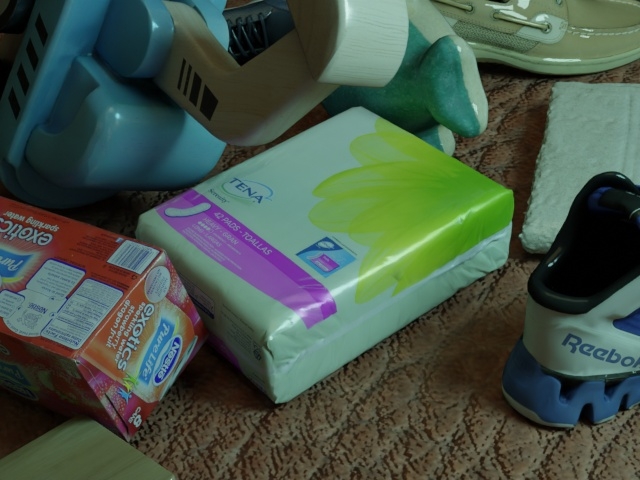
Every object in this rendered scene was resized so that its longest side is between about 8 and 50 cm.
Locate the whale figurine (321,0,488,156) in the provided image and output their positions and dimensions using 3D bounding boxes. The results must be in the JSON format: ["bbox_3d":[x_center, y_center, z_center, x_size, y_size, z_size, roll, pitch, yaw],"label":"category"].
[{"bbox_3d":[0.077,-0.169,1.376,0.141,0.216,0.272,-22,23,-10],"label":"whale figurine"}]

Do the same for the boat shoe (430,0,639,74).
[{"bbox_3d":[0.231,-0.266,1.534,0.341,0.110,0.122,-1,36,-10],"label":"boat shoe"}]

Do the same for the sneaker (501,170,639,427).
[{"bbox_3d":[0.298,0.027,1.100,0.315,0.182,0.127,-18,40,-15],"label":"sneaker"}]

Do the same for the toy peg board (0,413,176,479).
[{"bbox_3d":[-0.204,0.227,1.022,0.161,0.079,0.160,-29,26,-28],"label":"toy peg board"}]

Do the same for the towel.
[{"bbox_3d":[0.308,-0.071,1.342,0.187,0.049,0.282,4,39,16],"label":"towel"}]

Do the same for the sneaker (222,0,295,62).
[{"bbox_3d":[-0.120,-0.225,1.568,0.226,0.086,0.163,-2,25,23],"label":"sneaker"}]

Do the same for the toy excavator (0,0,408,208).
[{"bbox_3d":[-0.142,-0.156,1.262,0.222,0.433,0.445,-2,40,-45],"label":"toy excavator"}]

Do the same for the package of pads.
[{"bbox_3d":[0.000,0.000,1.253,0.296,0.101,0.229,-29,43,-27],"label":"package of pads"}]

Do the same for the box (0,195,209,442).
[{"bbox_3d":[-0.244,0.060,1.167,0.257,0.123,0.128,16,55,32],"label":"box"}]
